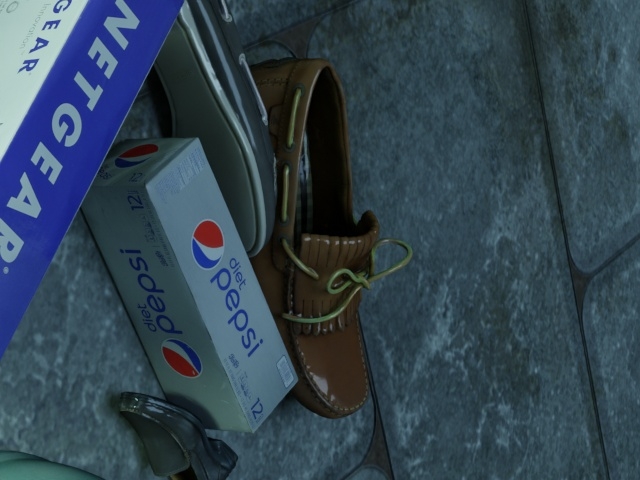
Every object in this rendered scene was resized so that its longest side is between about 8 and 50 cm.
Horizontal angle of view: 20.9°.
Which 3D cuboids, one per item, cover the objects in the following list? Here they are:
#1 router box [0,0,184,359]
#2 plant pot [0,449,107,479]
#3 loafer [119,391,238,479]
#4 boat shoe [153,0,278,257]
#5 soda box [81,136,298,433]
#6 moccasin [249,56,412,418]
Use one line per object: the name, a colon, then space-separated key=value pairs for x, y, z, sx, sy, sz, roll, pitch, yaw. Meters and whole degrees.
router box: x=-0.293 y=-0.068 z=1.251 sx=0.082 sy=0.301 sz=0.335 roll=51 pitch=50 yaw=-41
plant pot: x=-0.209 y=0.330 z=1.452 sx=0.293 sy=0.196 sz=0.293 roll=-1 pitch=91 yaw=-54
loafer: x=-0.140 y=0.200 z=1.664 sx=0.170 sy=0.062 sz=0.061 roll=45 pitch=60 yaw=-43
boat shoe: x=-0.100 y=-0.149 z=1.678 sx=0.095 sy=0.112 sz=0.335 roll=-38 pitch=116 yaw=-42
soda box: x=-0.125 y=0.044 z=1.651 sx=0.091 sy=0.098 sz=0.286 roll=-47 pitch=126 yaw=-42
moccasin: x=0.002 y=-0.001 z=1.784 sx=0.139 sy=0.147 sz=0.380 roll=-15 pitch=102 yaw=-53
